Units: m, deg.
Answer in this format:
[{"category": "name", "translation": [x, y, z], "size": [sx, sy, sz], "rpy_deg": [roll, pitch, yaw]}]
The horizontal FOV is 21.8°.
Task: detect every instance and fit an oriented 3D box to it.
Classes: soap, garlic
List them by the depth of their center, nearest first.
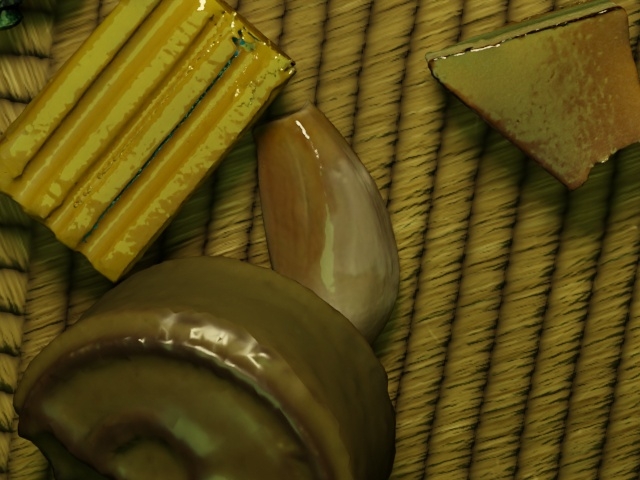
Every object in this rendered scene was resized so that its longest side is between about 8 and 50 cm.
[{"category": "soap", "translation": [-0.198, -0.138, 1.826], "size": [0.204, 0.096, 0.324], "rpy_deg": [40, 101, -10]}, {"category": "garlic", "translation": [0.009, -0.001, 1.869], "size": [0.143, 0.112, 0.318], "rpy_deg": [-12, 93, 6]}]

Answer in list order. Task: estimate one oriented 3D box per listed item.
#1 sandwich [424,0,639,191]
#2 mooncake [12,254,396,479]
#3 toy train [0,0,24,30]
[{"category": "sandwich", "translation": [0.239, -0.148, 1.816], "size": [0.220, 0.108, 0.186], "rpy_deg": [-15, 103, 2]}, {"category": "mooncake", "translation": [-0.128, 0.220, 1.834], "size": [0.394, 0.246, 0.393], "rpy_deg": [10, 120, 15]}, {"category": "toy train", "translation": [-0.337, -0.359, 1.776], "size": [0.157, 0.105, 0.253], "rpy_deg": [-19, 104, -10]}]
